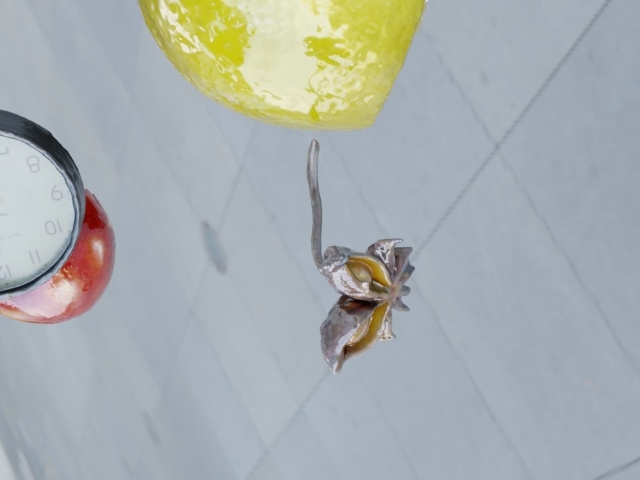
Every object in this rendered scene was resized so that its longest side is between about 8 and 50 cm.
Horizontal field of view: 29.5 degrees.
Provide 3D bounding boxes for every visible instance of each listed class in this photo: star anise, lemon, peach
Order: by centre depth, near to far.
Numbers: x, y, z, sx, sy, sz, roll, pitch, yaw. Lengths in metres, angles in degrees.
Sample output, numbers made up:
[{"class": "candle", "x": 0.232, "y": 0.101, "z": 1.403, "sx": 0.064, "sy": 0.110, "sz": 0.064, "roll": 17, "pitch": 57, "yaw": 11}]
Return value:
[{"class": "star anise", "x": 0.000, "y": 0.000, "z": 1.206, "sx": 0.227, "sy": 0.218, "sz": 0.148, "roll": 23, "pitch": 158, "yaw": 43}, {"class": "peach", "x": -0.263, "y": 0.019, "z": 1.229, "sx": 0.118, "sy": 0.151, "sz": 0.151, "roll": 16, "pitch": 131, "yaw": 33}, {"class": "lemon", "x": -0.050, "y": -0.301, "z": 1.334, "sx": 0.364, "sy": 0.364, "sz": 0.364, "roll": 50, "pitch": 154, "yaw": 36}]

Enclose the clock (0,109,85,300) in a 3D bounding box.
[{"class": "clock", "x": -0.304, "y": -0.028, "z": 1.090, "sx": 0.040, "sy": 0.185, "sz": 0.184, "roll": -109, "pitch": 7, "yaw": -60}]
